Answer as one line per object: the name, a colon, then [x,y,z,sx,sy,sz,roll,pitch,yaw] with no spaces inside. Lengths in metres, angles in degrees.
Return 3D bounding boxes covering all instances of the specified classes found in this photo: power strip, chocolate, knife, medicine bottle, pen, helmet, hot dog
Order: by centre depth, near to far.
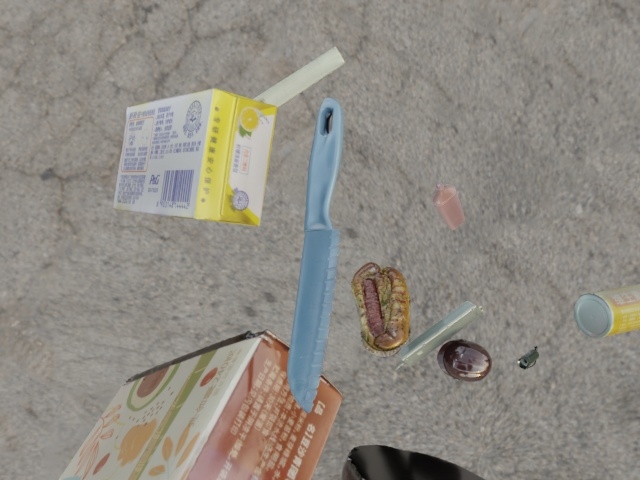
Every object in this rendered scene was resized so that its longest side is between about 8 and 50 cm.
knife: [0.000,0.000,0.549,0.044,0.019,0.313,-4,69,30]
medicine bottle: [0.461,0.092,0.828,0.218,0.074,0.074,-6,64,-26]
chocolate: [0.145,0.446,0.871,0.284,0.283,0.186,14,89,20]
power strip: [-0.099,-0.293,1.206,0.367,0.106,0.043,-36,104,-10]
pen: [0.264,-0.075,1.213,0.053,0.197,0.032,-40,59,3]
hot dog: [0.134,0.148,1.275,0.131,0.069,0.252,-8,43,6]
helmet: [0.341,0.282,1.356,0.123,0.070,0.098,9,89,-8]
power strip: [0.274,0.227,1.378,0.253,0.060,0.027,-38,48,8]

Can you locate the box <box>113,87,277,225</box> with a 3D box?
box: [-0.184,-0.110,0.816,0.265,0.097,0.168,5,87,49]

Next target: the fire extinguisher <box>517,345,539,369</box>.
fire extinguisher: [0.474,0.267,1.317,0.025,0.083,0.038,-2,100,42]

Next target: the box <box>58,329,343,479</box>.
box: [-0.189,0.304,0.582,0.344,0.122,0.385,-27,27,45]
